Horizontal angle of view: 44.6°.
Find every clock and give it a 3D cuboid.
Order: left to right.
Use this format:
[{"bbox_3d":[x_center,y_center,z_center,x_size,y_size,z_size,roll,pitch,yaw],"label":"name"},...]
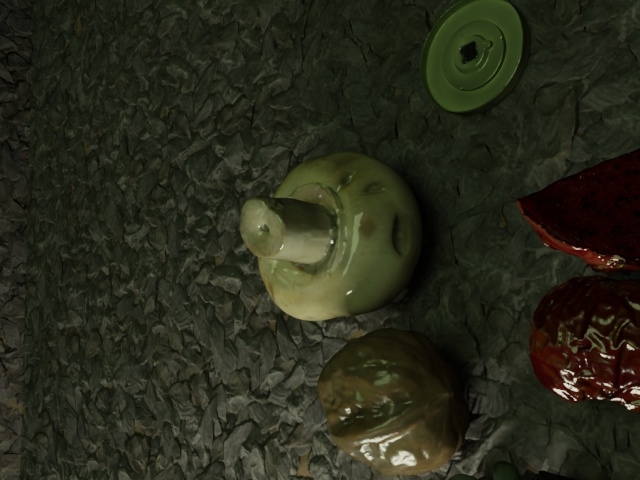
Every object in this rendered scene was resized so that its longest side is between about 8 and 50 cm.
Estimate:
[{"bbox_3d":[0.288,-0.355,1.491,0.235,0.029,0.235,-10,75,41],"label":"clock"}]

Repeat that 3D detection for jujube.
[{"bbox_3d":[0.426,0.145,1.141,0.232,0.213,0.213,-1,81,33],"label":"jujube"}]

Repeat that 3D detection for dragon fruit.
[{"bbox_3d":[0.468,-0.008,1.139,0.317,0.152,0.205,-20,49,-2],"label":"dragon fruit"}]

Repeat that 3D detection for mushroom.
[{"bbox_3d":[0.016,0.011,1.509,0.353,0.353,0.325,35,136,41],"label":"mushroom"}]

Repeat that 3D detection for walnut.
[{"bbox_3d":[0.132,0.284,1.376,0.273,0.227,0.273,-7,79,45],"label":"walnut"}]

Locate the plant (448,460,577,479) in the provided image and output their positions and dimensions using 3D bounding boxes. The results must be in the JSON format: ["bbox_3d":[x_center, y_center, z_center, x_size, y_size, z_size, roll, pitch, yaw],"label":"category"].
[{"bbox_3d":[0.318,0.431,1.229,0.274,0.146,0.149,-2,83,43],"label":"plant"}]
